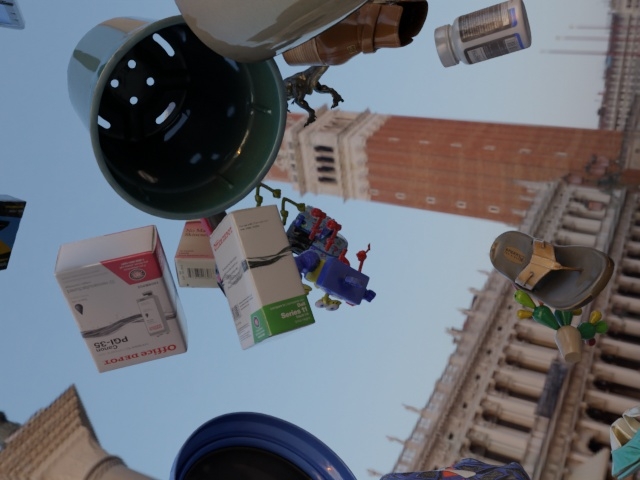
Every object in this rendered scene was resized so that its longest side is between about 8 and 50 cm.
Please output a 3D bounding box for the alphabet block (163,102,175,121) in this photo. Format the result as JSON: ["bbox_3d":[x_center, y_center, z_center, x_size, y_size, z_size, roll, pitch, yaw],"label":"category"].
[{"bbox_3d":[-0.381,-0.323,2.004,0.193,0.192,0.197,-90,17,-55],"label":"alphabet block"}]

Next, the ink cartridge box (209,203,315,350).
[{"bbox_3d":[-0.102,0.062,1.097,0.086,0.153,0.209,-14,-100,-27],"label":"ink cartridge box"}]

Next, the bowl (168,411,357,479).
[{"bbox_3d":[-0.088,0.478,1.161,0.391,0.391,0.077,-21,-34,-59],"label":"bowl"}]

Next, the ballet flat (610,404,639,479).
[{"bbox_3d":[0.538,0.327,1.103,0.083,0.087,0.247,-23,-29,-17],"label":"ballet flat"}]

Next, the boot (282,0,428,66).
[{"bbox_3d":[0.077,-0.400,1.120,0.283,0.220,0.109,-60,-42,-39],"label":"boot"}]

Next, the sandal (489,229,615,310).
[{"bbox_3d":[0.284,0.027,0.862,0.060,0.219,0.090,25,-83,-25],"label":"sandal"}]

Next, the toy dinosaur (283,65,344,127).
[{"bbox_3d":[-0.021,-0.320,1.412,0.118,0.268,0.064,57,-137,-9],"label":"toy dinosaur"}]

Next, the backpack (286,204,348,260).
[{"bbox_3d":[0.000,0.000,1.797,0.117,0.173,0.158,-61,-8,22],"label":"backpack"}]

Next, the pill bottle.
[{"bbox_3d":[0.253,-0.321,1.031,0.078,0.137,0.078,32,-127,-56],"label":"pill bottle"}]

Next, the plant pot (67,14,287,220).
[{"bbox_3d":[-0.291,-0.254,1.192,0.341,0.334,0.341,-17,-58,-29],"label":"plant pot"}]

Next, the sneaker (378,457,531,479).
[{"bbox_3d":[0.185,0.345,0.904,0.087,0.221,0.083,-55,-41,-63],"label":"sneaker"}]

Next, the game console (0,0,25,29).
[{"bbox_3d":[-0.733,-0.406,1.298,0.250,0.293,0.174,5,-87,-20],"label":"game console"}]

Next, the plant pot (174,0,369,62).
[{"bbox_3d":[-0.022,-0.378,0.853,0.256,0.274,0.257,-5,-83,-43],"label":"plant pot"}]

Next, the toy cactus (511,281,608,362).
[{"bbox_3d":[0.480,0.169,1.322,0.112,0.219,0.181,-48,20,35],"label":"toy cactus"}]

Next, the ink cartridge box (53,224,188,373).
[{"bbox_3d":[-0.415,0.129,1.413,0.117,0.207,0.283,-111,9,-56],"label":"ink cartridge box"}]

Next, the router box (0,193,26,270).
[{"bbox_3d":[-0.575,-0.011,1.110,0.179,0.046,0.133,-41,-31,-86],"label":"router box"}]

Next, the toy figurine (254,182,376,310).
[{"bbox_3d":[0.011,0.037,1.360,0.362,0.217,0.191,32,-97,-31],"label":"toy figurine"}]

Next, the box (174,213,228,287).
[{"bbox_3d":[-0.368,0.031,2.110,0.232,0.148,0.127,-88,-2,-51],"label":"box"}]

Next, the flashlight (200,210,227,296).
[{"bbox_3d":[-0.239,-0.020,1.473,0.103,0.103,0.304,-33,-79,-19],"label":"flashlight"}]
